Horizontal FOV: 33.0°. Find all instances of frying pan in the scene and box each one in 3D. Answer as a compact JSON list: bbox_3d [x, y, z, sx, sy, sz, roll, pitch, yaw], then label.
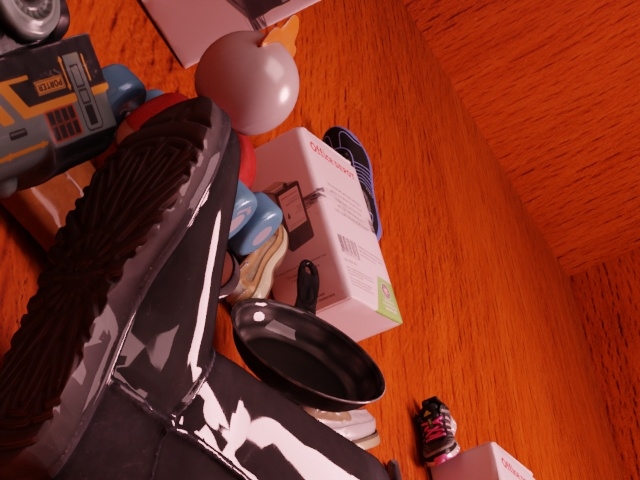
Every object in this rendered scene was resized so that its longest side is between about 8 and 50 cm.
[{"bbox_3d":[-0.041,0.101,1.281,0.197,0.053,0.326,18,20,-32],"label":"frying pan"}]

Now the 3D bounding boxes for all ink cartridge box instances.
[{"bbox_3d":[0.295,0.499,1.732,0.211,0.122,0.289,44,28,-47],"label":"ink cartridge box"},{"bbox_3d":[0.000,0.000,1.571,0.198,0.115,0.272,30,39,-60],"label":"ink cartridge box"},{"bbox_3d":[-0.080,-0.397,1.552,0.129,0.307,0.223,59,19,-24],"label":"ink cartridge box"}]

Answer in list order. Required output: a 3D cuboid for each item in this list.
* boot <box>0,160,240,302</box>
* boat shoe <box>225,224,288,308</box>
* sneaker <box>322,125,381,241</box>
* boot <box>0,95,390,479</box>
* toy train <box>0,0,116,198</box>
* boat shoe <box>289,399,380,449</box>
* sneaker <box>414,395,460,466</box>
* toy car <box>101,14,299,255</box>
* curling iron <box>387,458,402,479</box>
[{"bbox_3d":[-0.217,-0.020,1.115,0.280,0.096,0.264,53,29,-13],"label":"boot"},{"bbox_3d":[-0.091,0.017,1.394,0.072,0.068,0.190,45,25,-19],"label":"boat shoe"},{"bbox_3d":[0.049,-0.102,1.882,0.090,0.081,0.232,34,36,-69],"label":"sneaker"},{"bbox_3d":[-0.061,0.141,1.002,0.445,0.146,0.367,42,64,-36],"label":"boot"},{"bbox_3d":[-0.297,-0.114,0.847,0.334,0.142,0.190,-39,112,-59],"label":"toy train"},{"bbox_3d":[-0.017,0.212,1.268,0.302,0.113,0.103,9,64,-67],"label":"boat shoe"},{"bbox_3d":[0.187,0.309,1.776,0.074,0.063,0.170,62,14,-11],"label":"sneaker"},{"bbox_3d":[-0.094,-0.145,1.186,0.219,0.238,0.210,45,4,14],"label":"toy car"},{"bbox_3d":[0.108,0.403,1.485,0.068,0.035,0.274,56,21,-27],"label":"curling iron"}]
